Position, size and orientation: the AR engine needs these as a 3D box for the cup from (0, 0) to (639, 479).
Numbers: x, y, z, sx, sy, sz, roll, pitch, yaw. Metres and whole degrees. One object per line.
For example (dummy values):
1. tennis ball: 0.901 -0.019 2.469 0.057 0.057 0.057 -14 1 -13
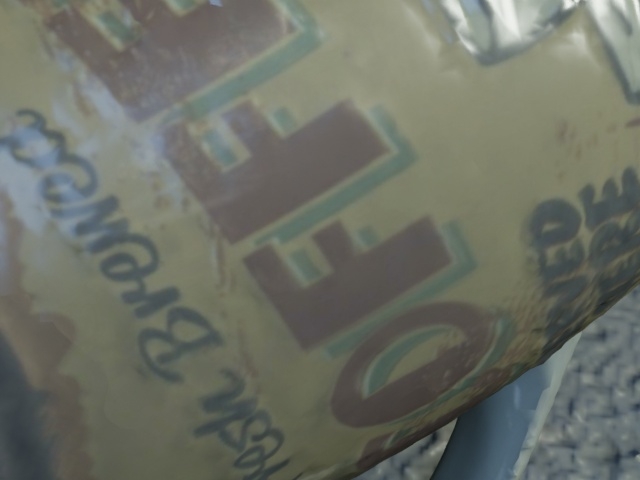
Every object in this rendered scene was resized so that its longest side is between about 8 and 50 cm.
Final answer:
1. cup: 0.000 0.000 0.574 0.257 0.227 0.301 -18 114 -12
